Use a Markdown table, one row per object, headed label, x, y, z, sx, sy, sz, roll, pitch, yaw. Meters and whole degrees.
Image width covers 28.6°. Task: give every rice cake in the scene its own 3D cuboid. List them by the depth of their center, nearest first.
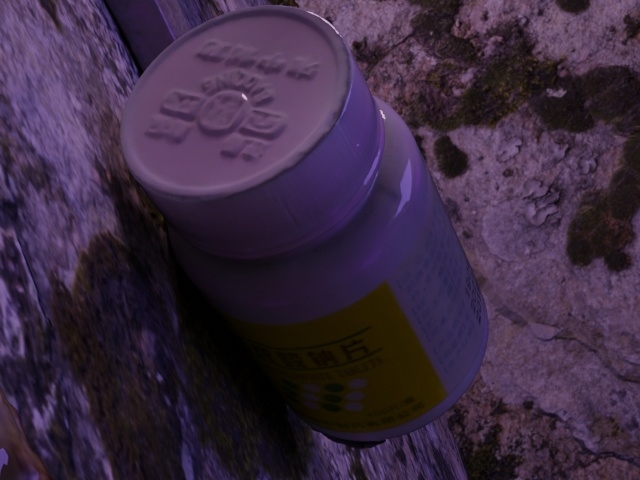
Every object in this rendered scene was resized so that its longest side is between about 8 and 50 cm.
| label | x | y | z | sx | sy | sz | roll | pitch | yaw |
| --- | --- | --- | --- | --- | --- | --- | --- | --- | --- |
| rice cake | -0.139 | -0.172 | 1.180 | 0.106 | 0.050 | 0.298 | -94 | 160 | -70 |

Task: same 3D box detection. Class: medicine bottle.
| label | x | y | z | sx | sy | sz | roll | pitch | yaw |
| --- | --- | --- | --- | --- | --- | --- | --- | --- | --- |
| medicine bottle | 0.000 | 0.000 | 1.039 | 0.379 | 0.213 | 0.213 | 59 | 11 | -50 |

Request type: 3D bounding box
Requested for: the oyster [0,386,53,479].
| label | x | y | z | sx | sy | sz | roll | pitch | yaw |
| --- | --- | --- | --- | --- | --- | --- | --- | --- | --- |
| oyster | -0.151 | 0.024 | 0.306 | 0.271 | 0.100 | 0.275 | 43 | 25 | -36 |
